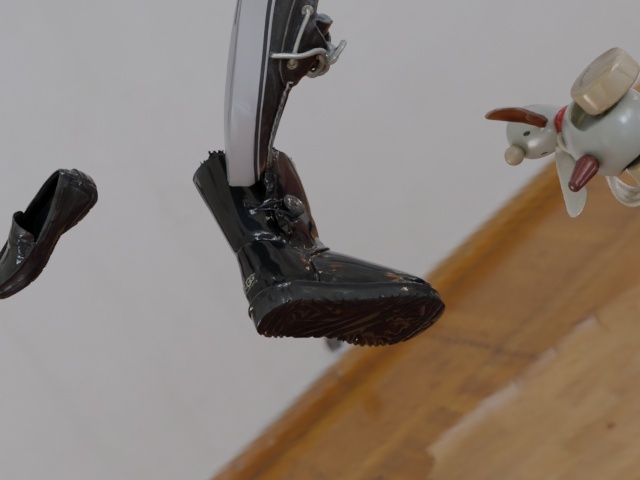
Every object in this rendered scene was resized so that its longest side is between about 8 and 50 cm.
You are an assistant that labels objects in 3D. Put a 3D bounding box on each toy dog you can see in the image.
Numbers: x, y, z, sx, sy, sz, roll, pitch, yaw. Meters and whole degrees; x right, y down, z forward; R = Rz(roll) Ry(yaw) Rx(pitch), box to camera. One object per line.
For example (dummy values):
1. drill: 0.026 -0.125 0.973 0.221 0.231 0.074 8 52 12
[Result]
1. toy dog: 0.308 -0.109 1.891 0.161 0.220 0.334 -46 -7 -15

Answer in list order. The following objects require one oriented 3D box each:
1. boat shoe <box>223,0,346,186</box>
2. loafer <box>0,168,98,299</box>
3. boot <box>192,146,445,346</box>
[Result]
1. boat shoe: -0.030 -0.195 1.463 0.105 0.306 0.113 6 14 -8
2. loafer: -0.399 -0.013 2.131 0.223 0.078 0.076 -49 48 15
3. boot: 0.000 0.000 1.589 0.094 0.246 0.207 -49 51 38
